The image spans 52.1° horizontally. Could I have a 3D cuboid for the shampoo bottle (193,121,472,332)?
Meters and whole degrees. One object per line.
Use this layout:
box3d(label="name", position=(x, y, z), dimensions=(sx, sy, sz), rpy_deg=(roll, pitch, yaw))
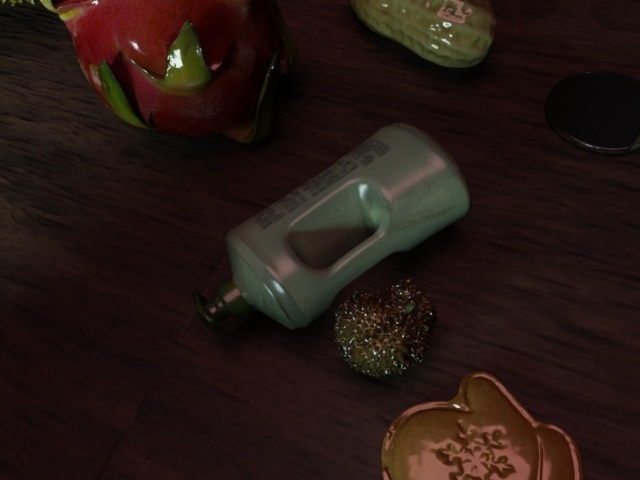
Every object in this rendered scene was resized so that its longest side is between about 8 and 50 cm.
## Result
box3d(label="shampoo bottle", position=(0.000, 0.000, 0.546), dimensions=(0.234, 0.087, 0.118), rpy_deg=(-34, 42, -10))

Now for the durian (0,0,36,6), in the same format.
box3d(label="durian", position=(-0.415, -0.408, 0.795), dimensions=(0.292, 0.258, 0.258), rpy_deg=(20, 61, -10))

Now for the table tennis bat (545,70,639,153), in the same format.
box3d(label="table tennis bat", position=(0.285, -0.111, 0.603), dimensions=(0.158, 0.014, 0.095), rpy_deg=(32, 68, 28))

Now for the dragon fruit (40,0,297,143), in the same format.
box3d(label="dragon fruit", position=(-0.136, -0.211, 0.632), dimensions=(0.223, 0.227, 0.224), rpy_deg=(-2, 65, 4))

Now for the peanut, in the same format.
box3d(label="peanut", position=(0.102, -0.245, 0.680), dimensions=(0.093, 0.083, 0.194), rpy_deg=(-41, 59, -14))

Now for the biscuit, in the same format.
box3d(label="biscuit", position=(0.114, 0.151, 0.471), dimensions=(0.139, 0.023, 0.118), rpy_deg=(1, 60, 12))

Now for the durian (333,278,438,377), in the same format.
box3d(label="durian", position=(0.051, 0.065, 0.499), dimensions=(0.080, 0.091, 0.080), rpy_deg=(6, 61, -12))
